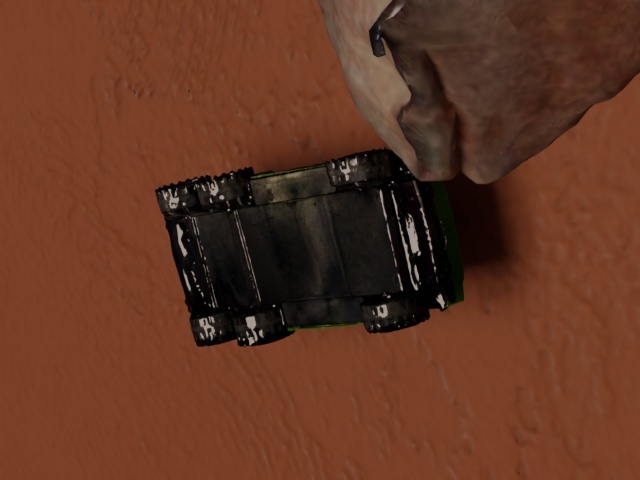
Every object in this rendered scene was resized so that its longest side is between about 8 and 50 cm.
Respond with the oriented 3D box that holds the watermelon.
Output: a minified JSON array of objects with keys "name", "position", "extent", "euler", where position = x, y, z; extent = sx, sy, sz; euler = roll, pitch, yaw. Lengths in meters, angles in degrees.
[{"name":"watermelon","position":[0.053,-0.193,0.379],"extent":[0.292,0.283,0.250],"euler":[-60,23,28]}]

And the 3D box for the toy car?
[{"name":"toy car","position":[0.000,0.000,0.714],"extent":[0.165,0.062,0.071],"euler":[-8,99,52]}]
